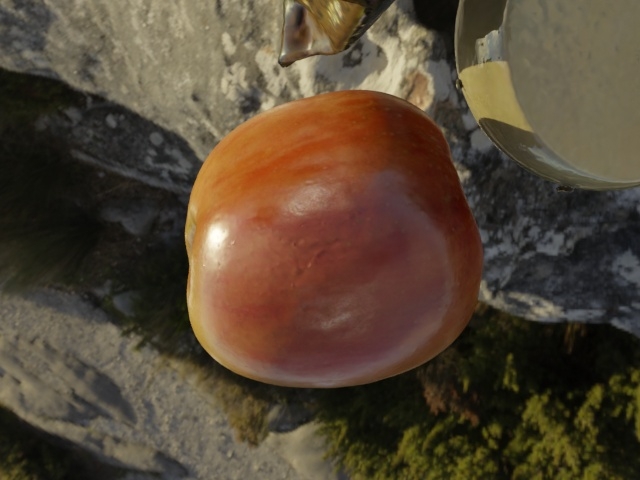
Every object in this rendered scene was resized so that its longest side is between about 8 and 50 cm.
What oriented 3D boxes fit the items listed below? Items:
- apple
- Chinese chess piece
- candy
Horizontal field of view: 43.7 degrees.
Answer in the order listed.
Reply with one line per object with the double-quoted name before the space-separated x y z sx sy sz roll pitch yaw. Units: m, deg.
"apple" 0.000 0.000 0.667 0.241 0.242 0.242 -12 121 -6
"Chinese chess piece" 0.246 -0.175 0.680 0.273 0.102 0.273 -3 102 -13
"candy" 0.018 -0.219 0.665 0.143 0.271 0.101 -41 92 -4
